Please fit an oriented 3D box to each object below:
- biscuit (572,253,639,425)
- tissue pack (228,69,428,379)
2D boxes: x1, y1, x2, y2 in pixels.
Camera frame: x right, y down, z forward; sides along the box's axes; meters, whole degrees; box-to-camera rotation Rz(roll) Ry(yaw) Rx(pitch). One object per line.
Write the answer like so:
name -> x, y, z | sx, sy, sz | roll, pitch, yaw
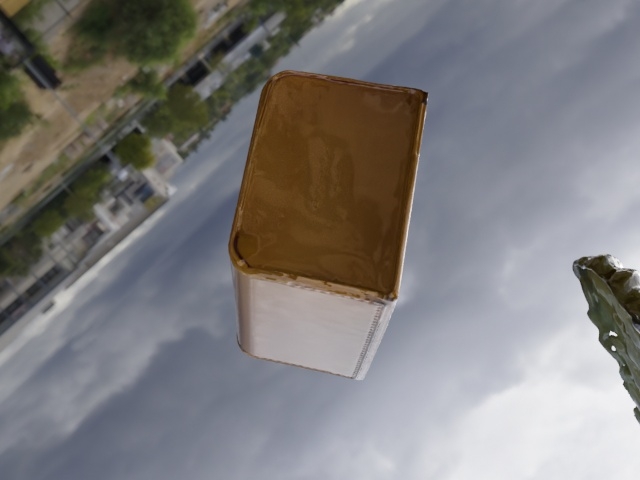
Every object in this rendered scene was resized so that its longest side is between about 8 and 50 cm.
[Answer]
biscuit -> 0.242, 0.142, 0.601 | 0.036, 0.274, 0.187 | -22, -169, 3
tissue pack -> 0.000, 0.000, 0.873 | 0.274, 0.145, 0.194 | 97, 1, -68
